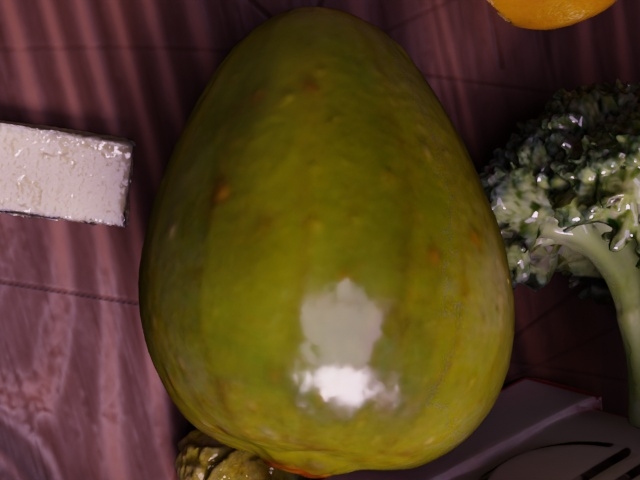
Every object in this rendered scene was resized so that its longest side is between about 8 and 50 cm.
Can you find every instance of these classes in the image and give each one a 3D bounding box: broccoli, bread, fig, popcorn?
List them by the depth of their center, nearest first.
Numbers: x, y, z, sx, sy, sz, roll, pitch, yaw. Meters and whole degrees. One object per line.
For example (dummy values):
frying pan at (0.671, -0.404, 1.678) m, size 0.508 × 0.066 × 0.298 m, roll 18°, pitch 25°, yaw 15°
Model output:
fig at (0.000, 0.000, 0.831) m, size 0.258 × 0.258 × 0.326 m, roll -1°, pitch 79°, yaw -12°
bread at (-0.214, -0.052, 0.876) m, size 0.153 × 0.028 × 0.068 m, roll 6°, pitch 101°, yaw -13°
broccoli at (0.273, -0.004, 0.888) m, size 0.235 × 0.288 × 0.260 m, roll -38°, pitch 121°, yaw -44°
popcorn at (-0.043, 0.191, 0.930) m, size 0.145 × 0.126 × 0.126 m, roll 22°, pitch 123°, yaw -32°

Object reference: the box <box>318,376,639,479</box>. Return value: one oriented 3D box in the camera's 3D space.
box at (0.180, 0.312, 0.855) m, size 0.314 × 0.300 × 0.312 m, roll -17°, pitch 109°, yaw -41°

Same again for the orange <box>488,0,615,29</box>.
orange at (0.157, -0.225, 0.862) m, size 0.154 × 0.155 × 0.134 m, roll 32°, pitch 136°, yaw -18°
